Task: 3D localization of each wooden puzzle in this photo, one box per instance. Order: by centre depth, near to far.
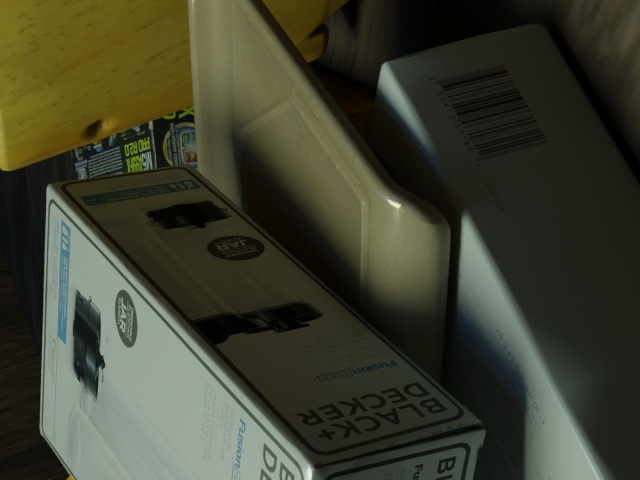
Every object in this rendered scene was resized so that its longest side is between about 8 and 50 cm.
[{"bbox_3d":[0.000,0.000,0.797,0.239,0.044,0.221,52,152,42],"label":"wooden puzzle"}]

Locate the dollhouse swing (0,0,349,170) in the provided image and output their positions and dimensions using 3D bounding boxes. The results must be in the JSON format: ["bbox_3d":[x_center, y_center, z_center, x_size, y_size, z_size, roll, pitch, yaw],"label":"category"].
[{"bbox_3d":[-0.163,-0.272,0.838,0.305,0.315,0.347,58,158,25],"label":"dollhouse swing"}]

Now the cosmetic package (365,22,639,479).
[{"bbox_3d":[0.121,0.129,0.745,0.284,0.097,0.377,106,144,-57],"label":"cosmetic package"}]

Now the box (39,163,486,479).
[{"bbox_3d":[-0.046,0.094,0.756,0.290,0.087,0.169,41,132,48],"label":"box"}]

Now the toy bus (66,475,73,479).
[{"bbox_3d":[-0.137,0.266,1.402,0.220,0.211,0.149,20,142,44],"label":"toy bus"}]

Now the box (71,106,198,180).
[{"bbox_3d":[-0.171,-0.147,1.365,0.270,0.060,0.216,173,90,-67],"label":"box"}]

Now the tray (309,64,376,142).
[{"bbox_3d":[0.018,0.089,1.071,0.203,0.076,0.411,-143,41,-63],"label":"tray"}]
